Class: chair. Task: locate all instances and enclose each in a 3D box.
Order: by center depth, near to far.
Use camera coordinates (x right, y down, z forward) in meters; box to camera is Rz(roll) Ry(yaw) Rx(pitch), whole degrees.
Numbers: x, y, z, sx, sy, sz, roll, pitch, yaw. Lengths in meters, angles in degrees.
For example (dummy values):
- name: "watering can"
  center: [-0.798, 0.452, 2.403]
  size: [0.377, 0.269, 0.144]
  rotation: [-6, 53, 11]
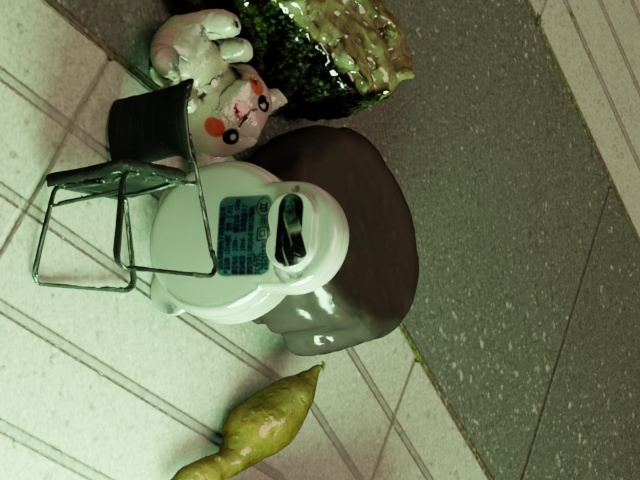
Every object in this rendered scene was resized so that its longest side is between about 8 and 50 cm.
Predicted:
- name: "chair"
  center: [-0.207, -0.064, 1.536]
  size: [0.145, 0.140, 0.221]
  rotation: [9, 76, -51]

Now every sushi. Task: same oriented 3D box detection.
- name: "sushi"
  center: [-0.029, -0.284, 1.765]
  size: [0.350, 0.170, 0.211]
  rotation: [46, 50, -40]

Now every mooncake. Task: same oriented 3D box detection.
- name: "mooncake"
  center: [0.000, 0.000, 1.787]
  size: [0.283, 0.141, 0.283]
  rotation: [29, 54, -50]

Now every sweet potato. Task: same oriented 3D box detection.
- name: "sweet potato"
  center: [-0.085, 0.230, 1.703]
  size: [0.269, 0.074, 0.075]
  rotation: [-37, 114, -39]

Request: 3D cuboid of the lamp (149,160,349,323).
- name: "lamp"
  center: [-0.077, 0.002, 1.606]
  size: [0.108, 0.246, 0.180]
  rotation: [18, 71, -60]

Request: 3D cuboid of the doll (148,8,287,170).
- name: "doll"
  center: [-0.128, -0.172, 1.684]
  size: [0.149, 0.095, 0.192]
  rotation: [-46, 121, -25]
